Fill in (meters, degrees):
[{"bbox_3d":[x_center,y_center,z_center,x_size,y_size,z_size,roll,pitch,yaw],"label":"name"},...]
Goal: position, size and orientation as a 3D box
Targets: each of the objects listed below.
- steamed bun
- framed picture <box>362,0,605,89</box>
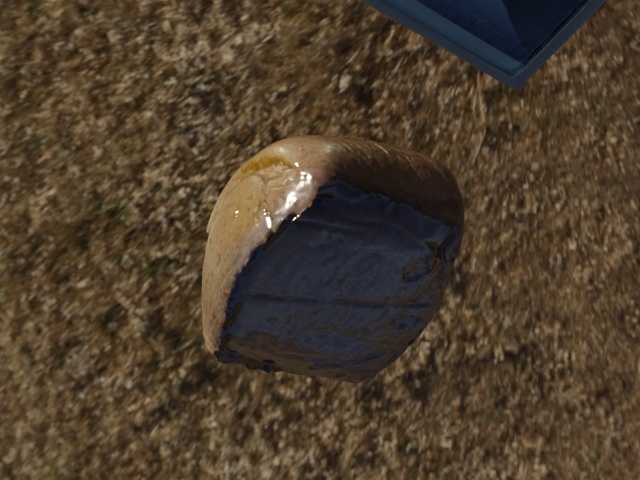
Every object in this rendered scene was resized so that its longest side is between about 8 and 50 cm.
[{"bbox_3d":[0.000,0.000,1.216,0.251,0.199,0.301,12,132,-22],"label":"steamed bun"},{"bbox_3d":[0.113,-0.205,0.820,0.203,0.015,0.150,26,129,-23],"label":"framed picture"}]
